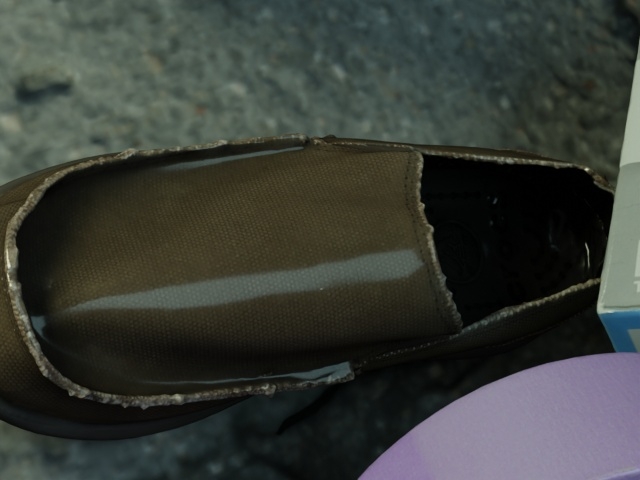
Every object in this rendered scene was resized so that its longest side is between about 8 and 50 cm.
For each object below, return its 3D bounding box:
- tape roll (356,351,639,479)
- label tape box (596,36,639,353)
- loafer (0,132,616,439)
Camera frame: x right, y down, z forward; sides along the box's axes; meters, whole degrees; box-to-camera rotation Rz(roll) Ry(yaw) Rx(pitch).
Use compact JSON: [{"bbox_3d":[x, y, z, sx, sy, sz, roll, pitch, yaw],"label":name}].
[{"bbox_3d":[0.126,0.188,0.830,0.275,0.275,0.090,28,18,-24],"label":"tape roll"},{"bbox_3d":[0.250,-0.018,0.995,0.249,0.115,0.348,59,33,-39],"label":"label tape box"},{"bbox_3d":[0.000,0.000,0.880,0.366,0.130,0.134,-10,81,-35],"label":"loafer"}]
